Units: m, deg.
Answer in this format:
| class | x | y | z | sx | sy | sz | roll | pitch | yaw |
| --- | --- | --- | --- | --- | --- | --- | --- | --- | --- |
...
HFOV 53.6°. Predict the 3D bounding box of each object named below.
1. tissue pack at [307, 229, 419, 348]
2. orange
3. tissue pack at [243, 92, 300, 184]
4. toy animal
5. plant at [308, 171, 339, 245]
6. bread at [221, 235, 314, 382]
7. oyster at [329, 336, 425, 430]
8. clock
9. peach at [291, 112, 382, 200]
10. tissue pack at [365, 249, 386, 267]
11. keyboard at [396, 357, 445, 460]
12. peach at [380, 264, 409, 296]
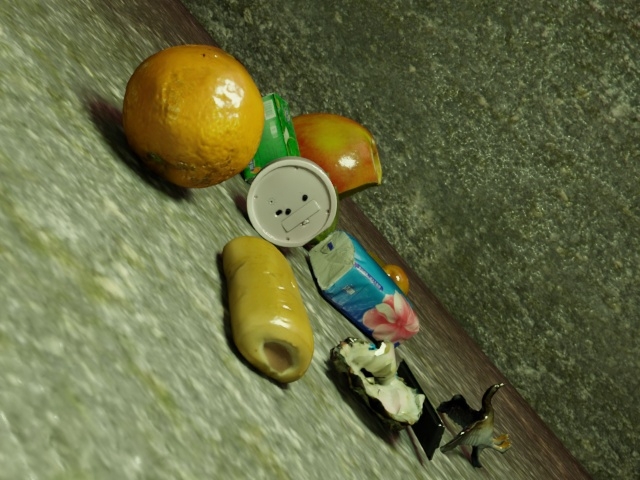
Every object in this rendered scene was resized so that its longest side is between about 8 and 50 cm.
| class | x | y | z | sx | sy | sz | roll | pitch | yaw |
| --- | --- | --- | --- | --- | --- | --- | --- | --- | --- |
| tissue pack | 0.109 | 0.117 | 1.567 | 0.270 | 0.137 | 0.209 | 43 | 10 | -26 |
| orange | -0.216 | -0.214 | 1.096 | 0.246 | 0.246 | 0.246 | 47 | 10 | -11 |
| tissue pack | -0.136 | -0.263 | 1.733 | 0.156 | 0.148 | 0.209 | 21 | 52 | -68 |
| toy animal | 0.372 | 0.416 | 1.463 | 0.160 | 0.197 | 0.272 | 50 | 5 | -8 |
| plant | 0.030 | -0.013 | 1.671 | 0.333 | 0.180 | 0.251 | 54 | 21 | 9 |
| bread | -0.080 | 0.091 | 0.986 | 0.142 | 0.091 | 0.305 | 38 | 13 | -26 |
| oyster | 0.105 | 0.258 | 1.170 | 0.198 | 0.092 | 0.260 | 50 | 19 | 11 |
| clock | -0.064 | -0.087 | 1.413 | 0.197 | 0.197 | 0.068 | 46 | 9 | -13 |
| peach | -0.023 | -0.248 | 1.937 | 0.242 | 0.381 | 0.306 | 21 | 55 | -72 |
| tissue pack | 0.180 | 0.118 | 2.037 | 0.120 | 0.082 | 0.169 | 43 | 11 | -25 |
| keyboard | 0.188 | 0.327 | 1.247 | 0.025 | 0.093 | 0.230 | 11 | 18 | -15 |
| peach | 0.195 | 0.140 | 1.887 | 0.138 | 0.138 | 0.138 | 47 | 10 | -11 |
